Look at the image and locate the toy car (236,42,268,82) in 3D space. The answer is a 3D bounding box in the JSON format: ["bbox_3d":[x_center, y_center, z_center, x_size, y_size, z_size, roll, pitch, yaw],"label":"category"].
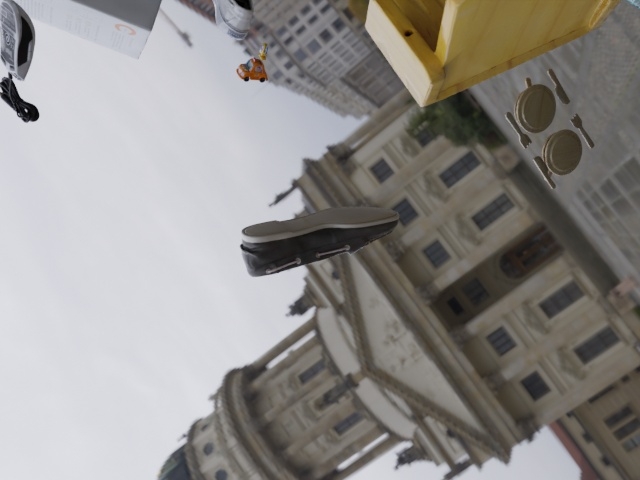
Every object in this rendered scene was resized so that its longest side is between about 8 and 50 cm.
[{"bbox_3d":[-0.125,-0.340,1.448,0.060,0.040,0.122,10,-139,-15],"label":"toy car"}]

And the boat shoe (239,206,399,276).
[{"bbox_3d":[0.000,0.000,1.567,0.112,0.335,0.095,-134,39,-60],"label":"boat shoe"}]

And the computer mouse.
[{"bbox_3d":[-0.486,-0.296,1.254,0.042,0.193,0.106,-18,-132,-40],"label":"computer mouse"}]

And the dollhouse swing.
[{"bbox_3d":[0.268,-0.428,1.220,0.305,0.347,0.315,73,170,-58],"label":"dollhouse swing"}]

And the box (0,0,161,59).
[{"bbox_3d":[-0.550,-0.588,1.803,0.346,0.168,0.215,19,169,-18],"label":"box"}]

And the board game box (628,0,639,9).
[{"bbox_3d":[0.646,-0.533,1.547,0.126,0.026,0.186,35,174,2],"label":"board game box"}]

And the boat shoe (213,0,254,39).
[{"bbox_3d":[-0.187,-0.541,1.674,0.095,0.084,0.258,6,-132,-35],"label":"boat shoe"}]

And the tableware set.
[{"bbox_3d":[0.412,-0.201,1.423,0.194,0.128,0.039,50,169,-26],"label":"tableware set"}]
